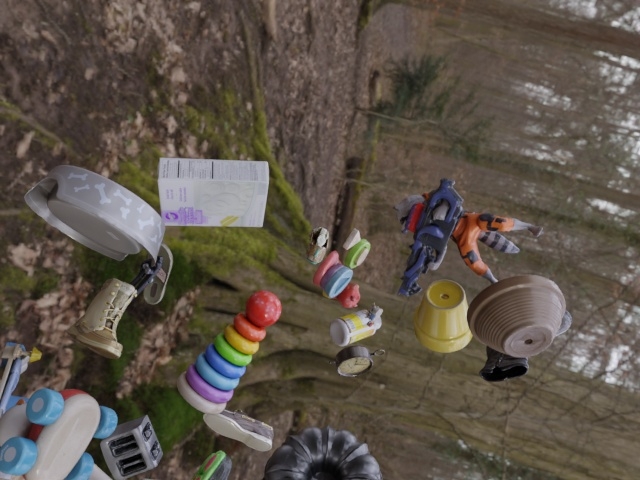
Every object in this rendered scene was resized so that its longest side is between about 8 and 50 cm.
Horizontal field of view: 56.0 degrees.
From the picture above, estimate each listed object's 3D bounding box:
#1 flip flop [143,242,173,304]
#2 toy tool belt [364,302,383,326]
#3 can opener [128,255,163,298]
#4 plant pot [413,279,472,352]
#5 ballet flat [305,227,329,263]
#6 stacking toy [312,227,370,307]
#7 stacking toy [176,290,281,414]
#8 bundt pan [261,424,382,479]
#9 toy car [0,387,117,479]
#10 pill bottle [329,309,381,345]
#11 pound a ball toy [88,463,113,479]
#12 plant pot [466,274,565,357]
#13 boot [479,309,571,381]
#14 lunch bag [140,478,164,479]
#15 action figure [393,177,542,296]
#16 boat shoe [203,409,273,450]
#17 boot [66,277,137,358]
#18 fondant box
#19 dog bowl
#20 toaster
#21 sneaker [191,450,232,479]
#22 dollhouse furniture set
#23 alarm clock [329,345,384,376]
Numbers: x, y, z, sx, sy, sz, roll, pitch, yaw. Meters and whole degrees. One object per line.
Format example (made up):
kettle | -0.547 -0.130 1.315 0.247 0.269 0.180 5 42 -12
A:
flip flop | -0.681 0.136 2.470 0.080 0.112 0.276 -45 150 -76
toy tool belt | 0.194 0.280 2.278 0.052 0.051 0.083 24 104 -51
can opener | -0.549 0.124 1.855 0.186 0.059 0.073 -49 159 12
plant pot | 0.516 0.301 2.522 0.239 0.254 0.254 80 16 -45
ballet flat | 0.000 0.000 1.881 0.067 0.073 0.206 -61 -169 26
stacking toy | 0.121 0.122 2.309 0.279 0.130 0.309 -50 158 -3
stacking toy | -0.209 0.266 1.500 0.330 0.141 0.141 -52 -174 6
bundt pan | 0.007 0.611 1.519 0.124 0.331 0.330 94 6 -47
toy car | -0.635 0.412 1.352 0.210 0.238 0.219 -65 150 -16
pill bottle | 0.151 0.360 2.523 0.117 0.215 0.117 18 -66 48
pound a ball toy | -0.654 0.729 1.641 0.208 0.319 0.135 -49 141 -25
plant pot | 0.480 0.202 1.445 0.109 0.238 0.237 -96 -162 -49
boot | 0.726 0.381 2.114 0.338 0.118 0.222 -35 -167 33
lunch bag | -0.238 0.624 1.233 0.235 0.287 0.168 38 -67 65
action figure | 0.326 0.004 1.513 0.178 0.330 0.341 -47 166 -56
boat shoe | -0.340 0.772 2.530 0.116 0.324 0.096 -47 -161 36
boot | -0.576 0.209 1.657 0.262 0.095 0.203 7 -122 51
fondant box | -0.339 -0.147 1.912 0.238 0.331 0.096 106 -17 -54
dog bowl | -0.549 -0.060 1.511 0.348 0.349 0.102 114 0 -69
toaster | -0.671 0.727 2.117 0.110 0.186 0.168 -128 -161 -82
sneaker | -0.331 0.893 1.856 0.185 0.202 0.482 161 -61 -77
dollhouse furniture set | -0.823 0.483 1.673 0.303 0.198 0.286 -55 -151 38
alarm clock | 0.135 0.416 2.121 0.129 0.192 0.064 59 16 -46
